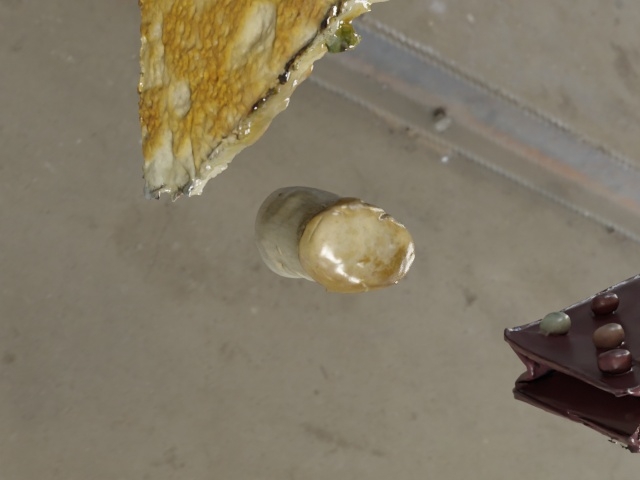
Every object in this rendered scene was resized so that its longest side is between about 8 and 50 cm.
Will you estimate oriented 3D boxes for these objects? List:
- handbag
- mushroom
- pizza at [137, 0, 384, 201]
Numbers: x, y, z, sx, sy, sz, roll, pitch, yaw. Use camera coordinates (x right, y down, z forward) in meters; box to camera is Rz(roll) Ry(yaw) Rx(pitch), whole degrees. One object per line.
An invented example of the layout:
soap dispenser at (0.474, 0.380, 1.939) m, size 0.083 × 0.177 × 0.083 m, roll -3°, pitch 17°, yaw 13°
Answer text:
handbag at (0.275, 0.085, 1.006) m, size 0.203 × 0.216 × 0.074 m, roll -19°, pitch 101°, yaw -17°
mushroom at (0.000, 0.000, 1.225) m, size 0.123 × 0.351 × 0.095 m, roll 18°, pitch 90°, yaw -10°
pizza at (-0.066, -0.272, 1.312) m, size 0.080 × 0.392 × 0.435 m, roll 2°, pitch 84°, yaw -41°
